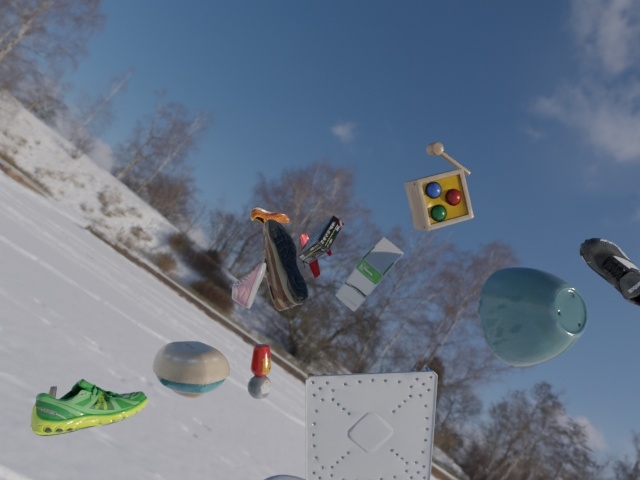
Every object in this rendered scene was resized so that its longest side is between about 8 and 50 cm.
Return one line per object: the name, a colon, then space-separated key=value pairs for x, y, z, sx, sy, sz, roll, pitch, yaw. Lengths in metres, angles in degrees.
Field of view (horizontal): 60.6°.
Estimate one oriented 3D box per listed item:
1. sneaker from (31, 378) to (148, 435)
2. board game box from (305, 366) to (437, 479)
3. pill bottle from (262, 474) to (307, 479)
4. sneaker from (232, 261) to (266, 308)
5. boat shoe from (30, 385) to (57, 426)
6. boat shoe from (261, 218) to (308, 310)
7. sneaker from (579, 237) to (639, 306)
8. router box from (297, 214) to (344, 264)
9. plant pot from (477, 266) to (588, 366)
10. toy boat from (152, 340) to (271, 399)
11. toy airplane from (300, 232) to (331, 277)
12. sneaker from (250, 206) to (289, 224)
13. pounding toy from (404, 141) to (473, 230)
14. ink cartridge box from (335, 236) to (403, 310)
sneaker: x=-0.570 y=0.407 z=1.383 sx=0.109 sy=0.123 sz=0.296 roll=-25 pitch=-20 yaw=36
board game box: x=0.148 y=0.570 z=1.665 sx=0.390 sy=0.389 sz=0.050 roll=-1 pitch=15 yaw=-6
pill bottle: x=-0.098 y=0.619 z=1.030 sx=0.182 sy=0.322 sz=0.181 roll=21 pitch=17 yaw=-7
sneaker: x=-0.201 y=0.113 z=1.495 sx=0.070 sy=0.134 sz=0.051 roll=23 pitch=7 yaw=7
boat shoe: x=-1.015 y=0.613 z=2.006 sx=0.059 sy=0.170 sz=0.063 roll=19 pitch=-3 yaw=-22
boat shoe: x=-0.145 y=0.080 z=1.798 sx=0.123 sy=0.120 sz=0.323 roll=25 pitch=39 yaw=-48
sneaker: x=0.706 y=0.080 z=1.277 sx=0.234 sy=0.078 sz=0.106 roll=38 pitch=19 yaw=-15
router box: x=0.000 y=0.000 z=1.375 sx=0.038 sy=0.092 sz=0.122 roll=38 pitch=-31 yaw=-10
plant pot: x=0.617 y=0.205 z=1.527 sx=0.290 sy=0.290 sz=0.195 roll=39 pitch=-26 yaw=-15
toy boat: x=-0.280 y=0.355 z=1.457 sx=0.319 sy=0.148 sz=0.267 roll=4 pitch=0 yaw=-23
toy airplane: x=-0.012 y=0.040 z=1.744 sx=0.028 sy=0.151 sz=0.151 roll=-7 pitch=-41 yaw=39
sneaker: x=-0.219 y=-0.092 z=2.364 sx=0.175 sy=0.067 sz=0.064 roll=9 pitch=-25 yaw=-18
pounding toy: x=0.311 y=-0.146 z=1.362 sx=0.094 sy=0.181 sz=0.205 roll=-167 pitch=-117 yaw=-78
ink cartridge box: x=0.154 y=0.110 z=1.750 sx=0.087 sy=0.153 sz=0.208 roll=40 pitch=-47 yaw=8
